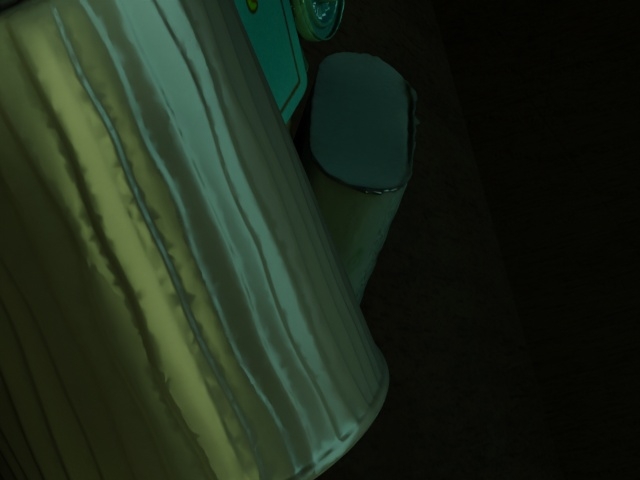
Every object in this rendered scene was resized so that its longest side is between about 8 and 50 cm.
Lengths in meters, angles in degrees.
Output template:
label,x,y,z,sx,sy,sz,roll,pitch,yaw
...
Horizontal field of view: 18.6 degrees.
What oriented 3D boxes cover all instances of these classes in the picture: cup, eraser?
label,x,y,z,sx,sy,sz,roll,pitch,yaw
cup,-0.102,-0.019,0.987,0.288,0.208,0.273,-73,143,-65
eraser,0.000,0.000,1.416,0.174,0.081,0.227,-82,-169,-53

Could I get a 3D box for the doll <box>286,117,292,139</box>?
label,x,y,z,sx,sy,sz,roll,pitch,yaw
doll,-0.075,-0.127,1.436,0.138,0.119,0.293,41,26,-20

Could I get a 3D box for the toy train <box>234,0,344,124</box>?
label,x,y,z,sx,sy,sz,roll,pitch,yaw
toy train,-0.065,-0.157,1.114,0.163,0.112,0.203,-62,145,-47
